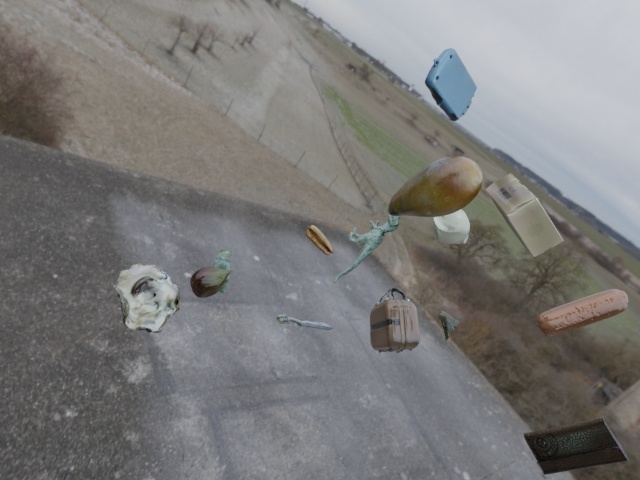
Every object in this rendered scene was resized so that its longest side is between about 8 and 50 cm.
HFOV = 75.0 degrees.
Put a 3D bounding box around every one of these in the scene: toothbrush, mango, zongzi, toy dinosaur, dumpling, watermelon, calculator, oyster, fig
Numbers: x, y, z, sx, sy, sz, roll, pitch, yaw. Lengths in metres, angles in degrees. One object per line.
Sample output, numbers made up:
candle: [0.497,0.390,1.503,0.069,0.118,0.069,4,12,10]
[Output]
toothbrush: [-0.061,0.378,1.889,0.413,0.035,0.042,24,25,-52]
mango: [0.320,-0.140,1.201,0.146,0.316,0.193,51,57,-9]
zongzi: [0.627,0.431,2.119,0.109,0.119,0.055,36,-12,15]
toy dinosaur: [0.136,0.009,1.509,0.129,0.076,0.383,33,65,30]
dumpling: [0.483,-0.079,1.583,0.252,0.131,0.179,11,71,-41]
watermelon: [-0.420,0.133,1.724,0.071,0.139,0.187,11,66,-19]
calculator: [0.497,-0.583,1.579,0.293,0.173,0.051,32,1,-42]
oyster: [-0.523,0.167,1.251,0.214,0.083,0.223,-51,127,-58]
fig: [-0.387,0.141,1.493,0.154,0.109,0.103,-22,82,-24]

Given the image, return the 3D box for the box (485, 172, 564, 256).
box: [0.589,-0.080,1.219,0.168,0.095,0.212,51,20,-19]

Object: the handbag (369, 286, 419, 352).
handbag: [0.317,0.348,1.837,0.149,0.302,0.283,4,73,-7]

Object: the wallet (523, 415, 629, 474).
wallet: [0.761,0.624,1.258,0.039,0.243,0.133,-11,72,-54]

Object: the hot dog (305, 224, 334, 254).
hot dog: [0.000,0.000,1.452,0.133,0.056,0.041,48,32,9]

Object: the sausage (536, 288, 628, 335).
sausage: [0.850,0.235,1.357,0.086,0.289,0.086,-22,90,-85]
